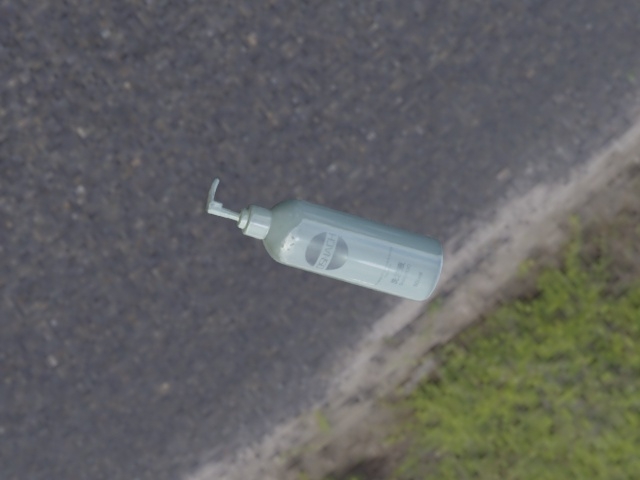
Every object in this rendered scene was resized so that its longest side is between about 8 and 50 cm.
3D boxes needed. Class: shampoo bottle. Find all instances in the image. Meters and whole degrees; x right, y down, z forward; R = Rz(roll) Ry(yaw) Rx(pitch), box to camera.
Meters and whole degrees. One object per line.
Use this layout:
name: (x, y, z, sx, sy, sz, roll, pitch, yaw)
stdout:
shampoo bottle: (0.000, 0.000, 1.231, 0.195, 0.056, 0.056, 15, 133, -17)
